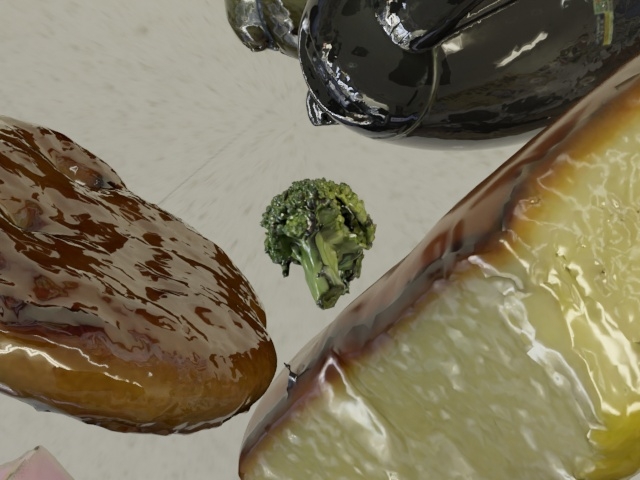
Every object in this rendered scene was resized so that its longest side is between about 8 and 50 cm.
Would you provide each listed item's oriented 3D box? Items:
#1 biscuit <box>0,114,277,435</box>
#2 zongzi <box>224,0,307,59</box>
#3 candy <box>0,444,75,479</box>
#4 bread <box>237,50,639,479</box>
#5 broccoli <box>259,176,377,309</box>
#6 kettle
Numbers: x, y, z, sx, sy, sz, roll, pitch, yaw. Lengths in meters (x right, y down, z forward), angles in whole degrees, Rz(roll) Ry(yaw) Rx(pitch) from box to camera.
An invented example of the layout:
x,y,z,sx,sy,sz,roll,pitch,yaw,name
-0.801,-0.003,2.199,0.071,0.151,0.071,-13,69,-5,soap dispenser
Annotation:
x,y,z,sx,sy,sz,roll,pitch,yaw,name
-0.108,-0.003,0.593,0.212,0.212,0.036,29,104,-3,biscuit
0.127,-0.269,1.547,0.393,0.356,0.174,12,129,20,zongzi
-0.208,0.313,1.455,0.116,0.155,0.265,-32,108,20,candy
0.140,0.017,0.873,0.333,0.323,0.143,-37,84,-34,bread
0.000,0.000,1.197,0.095,0.097,0.092,-5,61,-31,broccoli
0.121,-0.175,1.221,0.268,0.290,0.207,-42,75,45,kettle
